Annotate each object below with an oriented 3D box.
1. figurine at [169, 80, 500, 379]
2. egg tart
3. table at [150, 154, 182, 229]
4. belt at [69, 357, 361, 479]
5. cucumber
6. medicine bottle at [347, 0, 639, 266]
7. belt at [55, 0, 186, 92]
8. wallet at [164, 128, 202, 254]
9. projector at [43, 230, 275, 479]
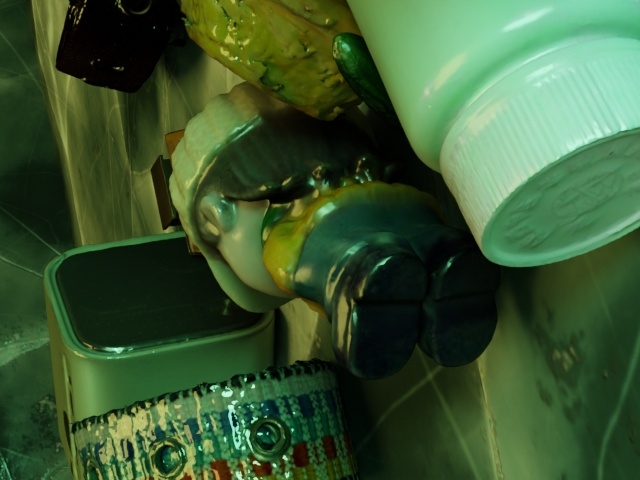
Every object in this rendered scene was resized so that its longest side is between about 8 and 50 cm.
[{"bbox_3d":[0.005,-0.027,0.782,0.332,0.185,0.205,-169,78,-64],"label":"figurine"},{"bbox_3d":[-0.021,-0.158,0.721,0.106,0.241,0.241,-55,37,15],"label":"egg tart"},{"bbox_3d":[-0.166,-0.067,1.327,0.070,0.082,0.083,147,112,-67],"label":"table"},{"bbox_3d":[-0.109,0.228,1.033,0.207,0.295,0.161,31,-137,-77],"label":"belt"},{"bbox_3d":[0.063,-0.079,0.655,0.033,0.184,0.036,-42,44,17],"label":"cucumber"},{"bbox_3d":[0.097,-0.112,0.547,0.139,0.139,0.225,112,143,-54],"label":"medicine bottle"},{"bbox_3d":[-0.259,-0.296,1.381,0.289,0.164,0.184,6,79,70],"label":"belt"},{"bbox_3d":[-0.117,-0.064,1.196,0.195,0.042,0.161,-4,96,53],"label":"wallet"},{"bbox_3d":[-0.200,0.160,1.280,0.248,0.248,0.249,-129,35,-53],"label":"projector"}]
